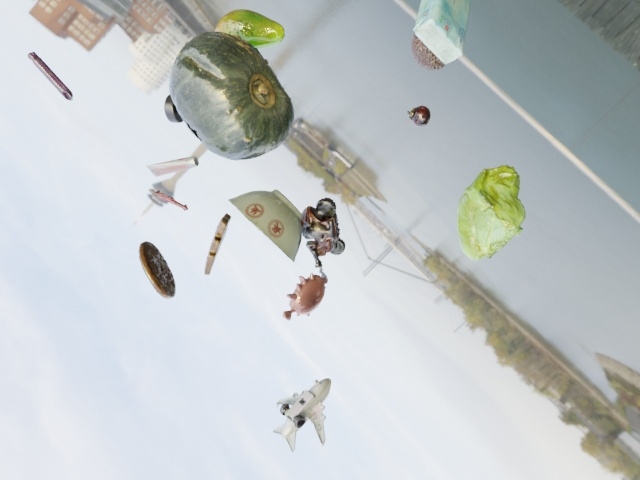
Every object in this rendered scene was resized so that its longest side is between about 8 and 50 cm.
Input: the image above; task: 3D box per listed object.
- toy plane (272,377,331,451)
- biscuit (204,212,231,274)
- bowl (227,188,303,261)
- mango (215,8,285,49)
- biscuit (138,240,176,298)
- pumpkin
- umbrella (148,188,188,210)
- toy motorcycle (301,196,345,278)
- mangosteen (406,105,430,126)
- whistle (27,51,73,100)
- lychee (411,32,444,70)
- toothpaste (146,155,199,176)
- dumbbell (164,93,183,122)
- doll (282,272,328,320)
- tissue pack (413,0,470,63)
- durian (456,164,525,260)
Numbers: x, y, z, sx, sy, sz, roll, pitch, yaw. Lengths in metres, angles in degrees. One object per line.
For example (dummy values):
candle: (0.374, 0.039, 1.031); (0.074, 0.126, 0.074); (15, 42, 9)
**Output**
toy plane: (-0.051, 0.563, 1.461); (0.251, 0.255, 0.101); (21, 156, 46)
biscuit: (-0.482, 0.014, 2.019); (0.043, 0.301, 0.278); (20, 160, -10)
bowl: (-0.169, -0.086, 1.635); (0.337, 0.157, 0.337); (44, 177, 3)
mango: (-0.228, -0.675, 1.405); (0.233, 0.111, 0.125); (2, 168, 13)
biscuit: (-0.478, 0.085, 1.291); (0.188, 0.027, 0.187); (155, 90, -88)
pumpkin: (-0.228, -0.375, 1.145); (0.291, 0.258, 0.327); (-41, -66, -49)
umbrella: (-0.570, -0.154, 1.642); (0.165, 0.027, 0.025); (27, 174, 2)
toy motorcycle: (0.000, 0.000, 1.880); (0.134, 0.207, 0.400); (-77, -24, -52)
mangosteen: (0.378, -0.471, 1.659); (0.081, 0.081, 0.081); (44, -173, -7)
whistle: (-0.884, -0.538, 1.436); (0.176, 0.033, 0.033); (52, -176, -20)
lychee: (0.504, -0.868, 1.963); (0.238, 0.200, 0.200); (19, -156, -48)
toothpaste: (-0.557, -0.281, 1.655); (0.067, 0.195, 0.042); (63, -158, -53)
dumbbell: (-0.435, -0.456, 1.522); (0.191, 0.100, 0.100); (7, 180, 11)
doll: (-0.060, 0.240, 1.847); (0.093, 0.262, 0.211); (27, 152, 39)
tissue pack: (0.412, -0.746, 1.450); (0.177, 0.263, 0.089); (31, 153, -29)
durian: (0.609, -0.088, 1.603); (0.205, 0.339, 0.255); (11, -136, -18)
